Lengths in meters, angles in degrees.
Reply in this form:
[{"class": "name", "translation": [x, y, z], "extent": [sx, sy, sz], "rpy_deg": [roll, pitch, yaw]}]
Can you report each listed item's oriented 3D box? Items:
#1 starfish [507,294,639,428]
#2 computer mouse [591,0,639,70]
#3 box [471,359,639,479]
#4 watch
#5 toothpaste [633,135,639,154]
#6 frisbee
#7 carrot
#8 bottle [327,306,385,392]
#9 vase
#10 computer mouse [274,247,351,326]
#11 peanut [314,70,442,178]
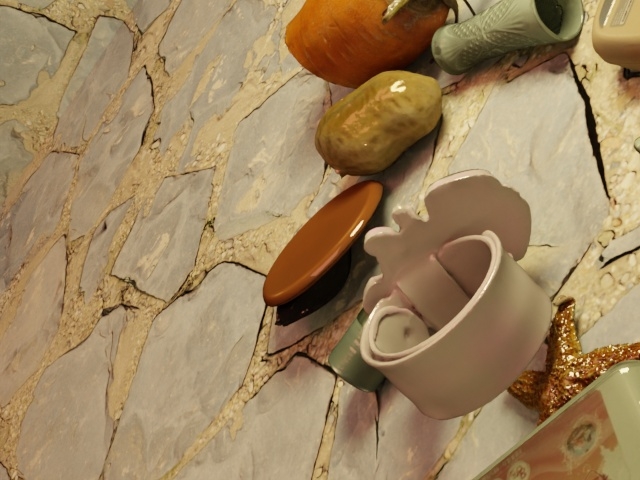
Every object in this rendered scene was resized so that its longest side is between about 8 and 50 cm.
[{"class": "starfish", "translation": [0.268, 0.164, 1.135], "extent": [0.227, 0.043, 0.240], "rpy_deg": [-19, 56, 51]}, {"class": "computer mouse", "translation": [0.415, -0.263, 1.214], "extent": [0.236, 0.082, 0.145], "rpy_deg": [6, 71, 59]}, {"class": "box", "translation": [0.249, 0.261, 0.971], "extent": [0.312, 0.175, 0.182], "rpy_deg": [-46, 27, 24]}, {"class": "watch", "translation": [0.152, 0.060, 1.204], "extent": [0.244, 0.196, 0.231], "rpy_deg": [-41, 18, 16]}, {"class": "toothpaste", "translation": [0.424, -0.030, 1.036], "extent": [0.099, 0.061, 0.392], "rpy_deg": [-42, 35, 16]}, {"class": "frisbee", "translation": [0.000, 0.000, 1.594], "extent": [0.251, 0.021, 0.251], "rpy_deg": [-42, 15, 14]}, {"class": "carrot", "translation": [0.095, -0.354, 1.629], "extent": [0.214, 0.193, 0.331], "rpy_deg": [57, 144, 8]}, {"class": "bottle", "translation": [0.120, 0.068, 1.388], "extent": [0.286, 0.082, 0.082], "rpy_deg": [-55, 31, 12]}, {"class": "vase", "translation": [0.250, -0.292, 1.479], "extent": [0.219, 0.096, 0.096], "rpy_deg": [-14, 55, 55]}, {"class": "computer mouse", "translation": [-0.004, 0.068, 1.582], "extent": [0.172, 0.057, 0.099], "rpy_deg": [-53, 19, -13]}, {"class": "peanut", "translation": [0.085, -0.173, 1.591], "extent": [0.224, 0.129, 0.129], "rpy_deg": [-38, 38, 34]}]
